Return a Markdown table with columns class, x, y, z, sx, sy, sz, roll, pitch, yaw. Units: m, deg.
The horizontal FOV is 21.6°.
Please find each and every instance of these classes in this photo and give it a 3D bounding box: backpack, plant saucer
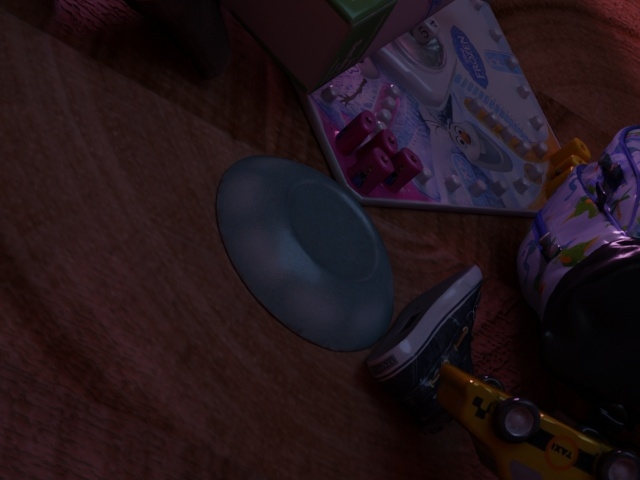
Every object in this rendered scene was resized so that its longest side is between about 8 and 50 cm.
| class | x | y | z | sx | sy | sz | roll | pitch | yaw |
| --- | --- | --- | --- | --- | --- | --- | --- | --- | --- |
| backpack | 0.314 | 0.043 | 1.515 | 0.290 | 0.273 | 0.355 | 25 | 1 | -7 |
| plant saucer | 0.000 | 0.000 | 1.407 | 0.195 | 0.037 | 0.195 | 30 | 39 | -28 |

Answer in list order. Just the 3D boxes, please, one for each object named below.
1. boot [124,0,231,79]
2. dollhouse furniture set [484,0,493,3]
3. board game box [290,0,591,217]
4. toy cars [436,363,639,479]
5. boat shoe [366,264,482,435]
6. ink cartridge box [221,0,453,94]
| class | x | y | z | sx | sy | sz | roll | pitch | yaw |
| --- | --- | --- | --- | --- | --- | --- | --- | --- | --- |
| boot | -0.158 | -0.274 | 1.420 | 0.207 | 0.090 | 0.248 | 56 | 12 | -57 |
| dollhouse furniture set | 0.143 | -0.295 | 1.716 | 0.152 | 0.076 | 0.058 | 3 | 55 | -46 |
| board game box | 0.097 | -0.204 | 1.693 | 0.390 | 0.050 | 0.390 | 3 | 57 | -48 |
| toy cars | 0.223 | 0.200 | 1.388 | 0.176 | 0.087 | 0.394 | 29 | 2 | 37 |
| boat shoe | 0.105 | 0.093 | 1.425 | 0.083 | 0.065 | 0.183 | 55 | 38 | -7 |
| ink cartridge box | 0.033 | -0.289 | 1.532 | 0.201 | 0.117 | 0.278 | 47 | 54 | 9 |
